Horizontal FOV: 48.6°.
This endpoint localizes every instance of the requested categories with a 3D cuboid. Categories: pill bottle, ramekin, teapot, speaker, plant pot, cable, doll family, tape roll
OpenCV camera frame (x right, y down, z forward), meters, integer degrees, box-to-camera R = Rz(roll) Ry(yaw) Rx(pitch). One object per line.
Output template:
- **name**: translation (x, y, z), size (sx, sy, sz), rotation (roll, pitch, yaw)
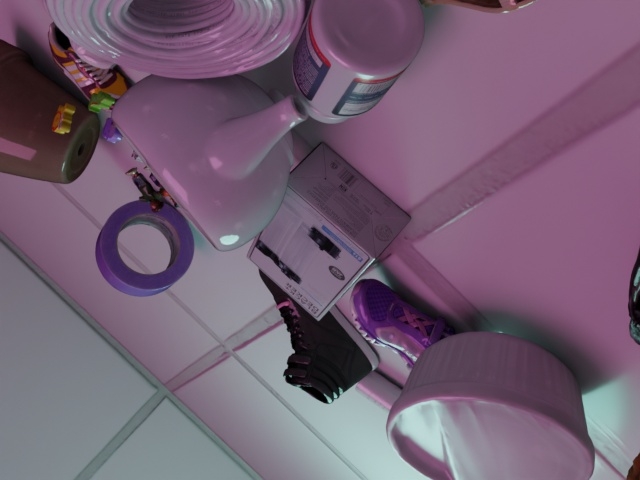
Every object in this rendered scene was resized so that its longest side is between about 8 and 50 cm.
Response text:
- **pill bottle**: translation (0.028, -0.187, 0.728), size (0.108, 0.108, 0.180), rotation (44, 165, -3)
- **ramekin**: translation (0.235, 0.239, 0.981), size (0.272, 0.127, 0.273), rotation (11, 138, 10)
- **teapot**: translation (-0.121, -0.124, 0.885), size (0.256, 0.187, 0.252), rotation (45, 170, 26)
- **speaker**: translation (0.135, 0.303, 1.356), size (0.136, 0.055, 0.055), rotation (32, 151, 20)
- **plant pot**: translation (-0.559, -0.222, 1.357), size (0.229, 0.263, 0.263), rotation (23, 152, -1)
- **cable**: translation (-0.136, -0.243, 0.676), size (0.257, 0.257, 0.089), rotation (143, 123, -68)
- **doll family**: translation (-0.267, -0.103, 1.287), size (0.193, 0.076, 0.111), rotation (-5, 122, 51)
- **tape roll**: translation (-0.360, 0.016, 1.452), size (0.189, 0.189, 0.080), rotation (46, 152, -7)

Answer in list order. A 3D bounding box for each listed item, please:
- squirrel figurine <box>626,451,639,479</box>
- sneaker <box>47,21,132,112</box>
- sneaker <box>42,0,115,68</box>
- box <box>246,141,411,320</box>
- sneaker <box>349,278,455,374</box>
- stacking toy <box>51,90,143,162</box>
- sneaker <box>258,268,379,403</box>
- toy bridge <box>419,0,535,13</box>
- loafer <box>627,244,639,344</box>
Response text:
- **squirrel figurine**: translation (0.475, 0.246, 0.581), size (0.397, 0.281, 0.370), rotation (30, 145, 1)
- **sneaker**: translation (-0.384, -0.288, 1.179), size (0.185, 0.069, 0.084), rotation (38, 158, 8)
- **sneaker**: translation (-0.376, -0.338, 1.117), size (0.152, 0.054, 0.061), rotation (51, 149, -14)
- **box**: translation (0.000, 0.000, 1.065), size (0.169, 0.087, 0.290), rotation (42, 153, 2)
- **sneaker**: translation (0.147, 0.140, 1.080), size (0.236, 0.095, 0.104), rotation (45, 146, -15)
- **stacking toy**: translation (-0.329, -0.185, 1.181), size (0.167, 0.052, 0.221), rotation (17, 170, -38)
- **sneaker**: translation (-0.036, 0.176, 1.300), size (0.296, 0.147, 0.104), rotation (47, 154, -6)
- **toy bridge**: translation (0.155, -0.227, 0.603), size (0.188, 0.026, 0.063), rotation (0, 132, 54)
- **loafer**: translation (0.343, 0.059, 0.689), size (0.109, 0.095, 0.303), rotation (20, 145, 37)
